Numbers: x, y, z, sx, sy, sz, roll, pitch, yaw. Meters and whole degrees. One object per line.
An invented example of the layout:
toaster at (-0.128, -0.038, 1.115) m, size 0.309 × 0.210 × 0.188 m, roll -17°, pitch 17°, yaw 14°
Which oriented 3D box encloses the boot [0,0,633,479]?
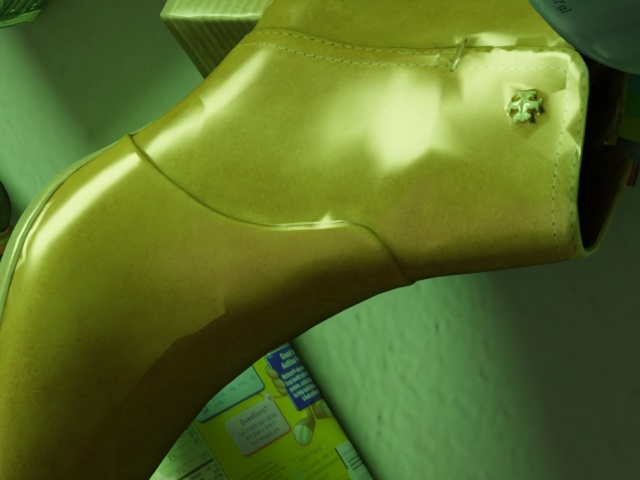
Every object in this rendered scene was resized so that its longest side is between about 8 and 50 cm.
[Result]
boot at (0.001, 0.000, 0.618) m, size 0.211 × 0.104 × 0.295 m, roll 7°, pitch 66°, yaw 34°

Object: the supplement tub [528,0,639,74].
supplement tub at (0.136, -0.114, 0.395) m, size 0.190 × 0.117 × 0.117 m, roll -14°, pitch 95°, yaw 55°

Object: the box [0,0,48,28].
box at (-0.146, -0.280, 0.741) m, size 0.307 × 0.076 × 0.242 m, roll -40°, pitch 79°, yaw 37°

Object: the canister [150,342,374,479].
canister at (-0.053, 0.086, 0.750) m, size 0.073 × 0.126 × 0.170 m, roll -37°, pitch 82°, yaw 38°

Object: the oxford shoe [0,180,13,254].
oxford shoe at (-0.254, -0.093, 0.870) m, size 0.271 × 0.097 × 0.098 m, roll 41°, pitch 118°, yaw 21°

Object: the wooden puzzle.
wooden puzzle at (0.111, -0.052, 0.661) m, size 0.083 × 0.006 × 0.049 m, roll 21°, pitch 115°, yaw 31°
